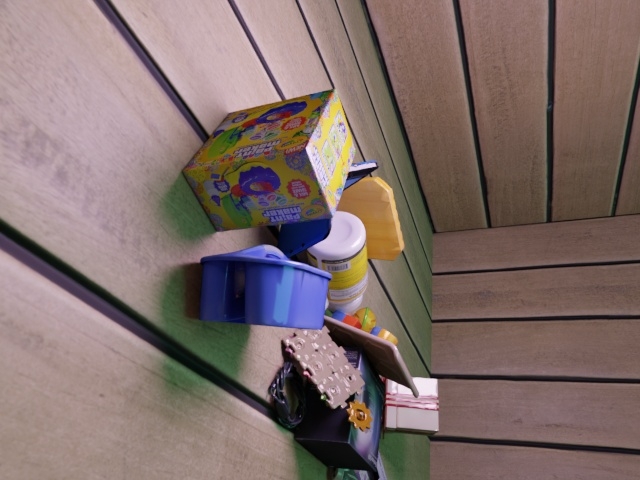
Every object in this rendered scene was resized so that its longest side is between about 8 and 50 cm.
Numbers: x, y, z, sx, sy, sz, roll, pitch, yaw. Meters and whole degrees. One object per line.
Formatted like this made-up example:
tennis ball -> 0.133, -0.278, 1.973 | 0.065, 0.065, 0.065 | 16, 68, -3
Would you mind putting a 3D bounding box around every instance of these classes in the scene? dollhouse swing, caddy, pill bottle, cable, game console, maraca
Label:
dollhouse swing -> 0.146, -0.119, 1.632 | 0.315, 0.305, 0.346 | -58, 136, -56
caddy -> -0.116, 0.100, 1.024 | 0.341, 0.242, 0.179 | 27, 64, -65
pill bottle -> 0.058, 0.083, 1.484 | 0.333, 0.188, 0.187 | 81, 18, -46
cable -> -0.086, 0.429, 1.284 | 0.150, 0.047, 0.184 | -74, 147, -52
game console -> 0.014, -0.076, 1.274 | 0.250, 0.293, 0.173 | -16, 84, -35
maraca -> 0.167, 0.347, 1.853 | 0.127, 0.099, 0.185 | -63, 168, -49

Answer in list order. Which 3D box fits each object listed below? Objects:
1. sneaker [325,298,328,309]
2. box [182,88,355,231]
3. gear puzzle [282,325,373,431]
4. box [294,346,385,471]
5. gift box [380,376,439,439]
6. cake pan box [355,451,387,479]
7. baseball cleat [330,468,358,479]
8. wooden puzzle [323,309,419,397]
sneaker -> -0.039, 0.171, 1.396 | 0.115, 0.091, 0.232 | -69, 145, -42
box -> -0.100, -0.183, 1.060 | 0.279, 0.290, 0.177 | -72, 148, -46
gear puzzle -> 0.034, 0.394, 1.326 | 0.176, 0.044, 0.339 | -19, 64, -49
box -> 0.078, 0.538, 1.471 | 0.296, 0.183, 0.293 | 60, 34, -45
gift box -> 0.381, 0.757, 2.077 | 0.276, 0.258, 0.255 | 87, 9, -57
cake pan box -> 0.188, 0.939, 1.734 | 0.246, 0.070, 0.266 | 6, 67, -69
baseball cleat -> 0.091, 0.806, 1.517 | 0.109, 0.072, 0.205 | 17, 30, -44
wooden puzzle -> 0.163, 0.354, 1.533 | 0.080, 0.348, 0.322 | -51, 138, -21
